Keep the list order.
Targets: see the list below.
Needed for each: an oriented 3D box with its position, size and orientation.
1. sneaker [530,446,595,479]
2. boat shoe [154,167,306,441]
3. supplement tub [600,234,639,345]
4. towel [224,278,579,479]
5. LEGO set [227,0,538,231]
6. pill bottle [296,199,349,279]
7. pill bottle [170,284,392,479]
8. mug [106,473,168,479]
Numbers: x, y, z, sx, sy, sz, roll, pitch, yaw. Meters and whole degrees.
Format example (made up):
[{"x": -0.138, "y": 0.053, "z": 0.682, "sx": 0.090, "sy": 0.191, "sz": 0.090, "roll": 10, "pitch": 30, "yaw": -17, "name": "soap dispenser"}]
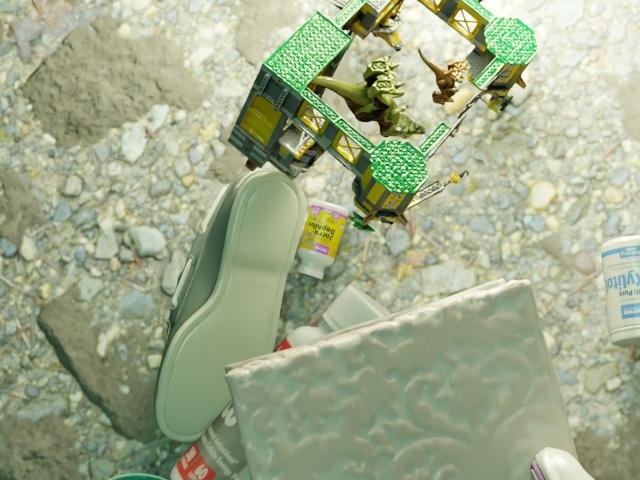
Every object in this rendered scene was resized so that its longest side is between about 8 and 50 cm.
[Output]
[{"x": 0.328, "y": 0.314, "z": 1.614, "sx": 0.152, "sy": 0.114, "sz": 0.305, "roll": -37, "pitch": 79, "yaw": -16, "name": "sneaker"}, {"x": -0.110, "y": 0.069, "z": 1.849, "sx": 0.099, "sy": 0.116, "sz": 0.319, "roll": 26, "pitch": 97, "yaw": 62, "name": "boat shoe"}, {"x": 0.331, "y": 0.052, "z": 1.716, "sx": 0.071, "sy": 0.071, "sz": 0.107, "roll": -8, "pitch": 77, "yaw": 15, "name": "supplement tub"}, {"x": 0.092, "y": 0.228, "z": 1.654, "sx": 0.332, "sy": 0.053, "sz": 0.316, "roll": -16, "pitch": 98, "yaw": -11, "name": "towel"}, {"x": 0.060, "y": -0.148, "z": 1.776, "sx": 0.255, "sy": 0.192, "sz": 0.331, "roll": 33, "pitch": 59, "yaw": 0, "name": "LEGO set"}, {"x": 0.000, "y": 0.000, "z": 1.838, "sx": 0.043, "sy": 0.043, "sz": 0.083, "roll": 15, "pitch": 85, "yaw": 19, "name": "pill bottle"}, {"x": -0.011, "y": 0.194, "z": 1.743, "sx": 0.161, "sy": 0.161, "sz": 0.283, "roll": 41, "pitch": 93, "yaw": 19, "name": "pill bottle"}, {"x": -0.188, "y": 0.338, "z": 1.788, "sx": 0.158, "sy": 0.097, "sz": 0.129, "roll": 25, "pitch": 48, "yaw": 25, "name": "mug"}]
